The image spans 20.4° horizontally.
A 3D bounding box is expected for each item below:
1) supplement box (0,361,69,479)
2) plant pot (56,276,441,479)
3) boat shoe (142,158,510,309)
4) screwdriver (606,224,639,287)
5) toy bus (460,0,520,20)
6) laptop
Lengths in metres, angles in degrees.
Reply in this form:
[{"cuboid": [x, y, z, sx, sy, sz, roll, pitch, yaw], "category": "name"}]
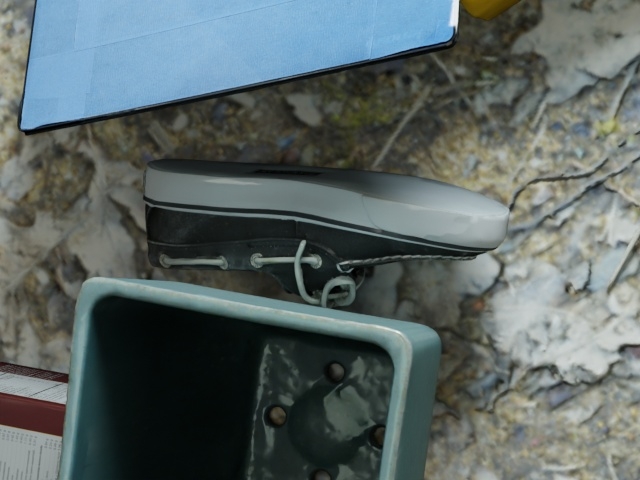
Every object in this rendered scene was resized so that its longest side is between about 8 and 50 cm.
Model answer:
[{"cuboid": [-0.232, 0.212, 1.459, 0.194, 0.129, 0.191, 9, 96, 15], "category": "supplement box"}, {"cuboid": [-0.029, 0.157, 1.333, 0.247, 0.252, 0.248, 9, 96, 18], "category": "plant pot"}, {"cuboid": [-0.002, 0.001, 1.393, 0.306, 0.113, 0.105, 5, 101, 18], "category": "boat shoe"}, {"cuboid": [0.261, -0.036, 1.362, 0.024, 0.025, 0.170, 31, 100, 12], "category": "screwdriver"}, {"cuboid": [0.168, -0.273, 1.330, 0.332, 0.108, 0.130, -33, 86, 14], "category": "toy bus"}, {"cuboid": [-0.107, -0.336, 1.285, 0.381, 0.236, 0.408, -9, 121, 28], "category": "laptop"}]
